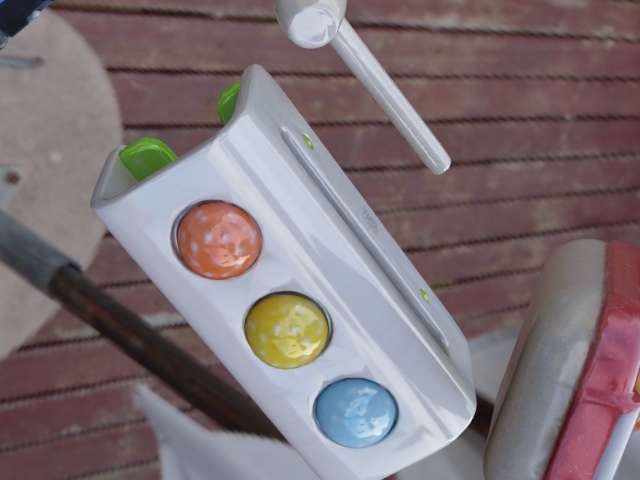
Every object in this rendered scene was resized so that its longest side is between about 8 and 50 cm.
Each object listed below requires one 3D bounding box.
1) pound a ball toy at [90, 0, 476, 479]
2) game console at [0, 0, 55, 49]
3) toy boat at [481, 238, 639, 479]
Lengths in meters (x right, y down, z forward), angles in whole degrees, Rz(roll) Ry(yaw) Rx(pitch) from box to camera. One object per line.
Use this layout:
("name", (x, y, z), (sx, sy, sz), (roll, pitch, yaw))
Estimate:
("pound a ball toy", (0.000, 0.000, 0.986), (0.208, 0.136, 0.319), (-29, 115, 18))
("game console", (-0.364, -0.230, 1.213), (0.293, 0.173, 0.250), (40, 66, -26))
("toy boat", (0.192, 0.093, 0.929), (0.231, 0.151, 0.151), (-52, 161, -71))
